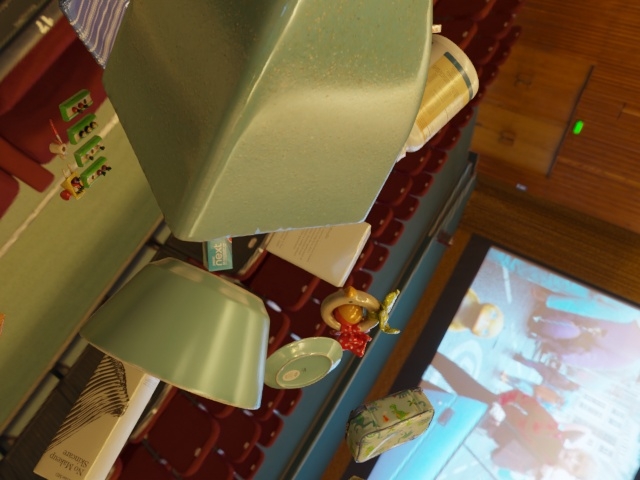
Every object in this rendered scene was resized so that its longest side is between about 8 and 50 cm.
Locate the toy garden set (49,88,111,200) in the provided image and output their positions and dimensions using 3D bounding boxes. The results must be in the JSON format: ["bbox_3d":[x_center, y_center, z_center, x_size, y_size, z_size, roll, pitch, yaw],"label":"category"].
[{"bbox_3d":[-0.634,-0.243,1.291,0.204,0.049,0.244,-73,170,-50],"label":"toy garden set"}]

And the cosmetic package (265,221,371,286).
[{"bbox_3d":[0.000,0.000,1.102,0.151,0.183,0.151,-62,173,-3],"label":"cosmetic package"}]

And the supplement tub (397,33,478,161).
[{"bbox_3d":[0.170,-0.255,0.891,0.199,0.144,0.144,-43,155,1],"label":"supplement tub"}]

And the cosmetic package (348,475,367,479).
[{"bbox_3d":[0.096,0.514,0.963,0.060,0.115,0.041,-16,99,-45],"label":"cosmetic package"}]

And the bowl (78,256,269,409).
[{"bbox_3d":[-0.209,0.137,0.806,0.163,0.311,0.311,-67,157,-13],"label":"bowl"}]

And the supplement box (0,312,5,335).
[{"bbox_3d":[-0.880,0.226,1.240,0.233,0.080,0.078,177,-77,-68],"label":"supplement box"}]

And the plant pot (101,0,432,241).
[{"bbox_3d":[-0.038,-0.181,0.484,0.247,0.247,0.252,-8,146,-40],"label":"plant pot"}]

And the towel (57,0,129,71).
[{"bbox_3d":[-0.480,-0.505,1.151,0.336,0.040,0.243,72,21,-65],"label":"towel"}]

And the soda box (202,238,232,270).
[{"bbox_3d":[-0.294,-0.024,1.376,0.071,0.067,0.210,-5,103,-26],"label":"soda box"}]

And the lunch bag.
[{"bbox_3d":[0.171,0.468,1.235,0.218,0.090,0.176,-15,136,-18],"label":"lunch bag"}]

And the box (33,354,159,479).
[{"bbox_3d":[-0.459,0.375,1.031,0.094,0.113,0.275,89,22,-62],"label":"box"}]

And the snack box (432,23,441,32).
[{"bbox_3d":[0.240,-0.583,1.351,0.178,0.064,0.022,-12,119,-16],"label":"snack box"}]

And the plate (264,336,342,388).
[{"bbox_3d":[-0.037,0.274,1.051,0.188,0.024,0.188,-14,137,-13],"label":"plate"}]

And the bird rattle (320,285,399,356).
[{"bbox_3d":[0.095,0.200,1.324,0.253,0.207,0.143,-31,-146,44],"label":"bird rattle"}]
